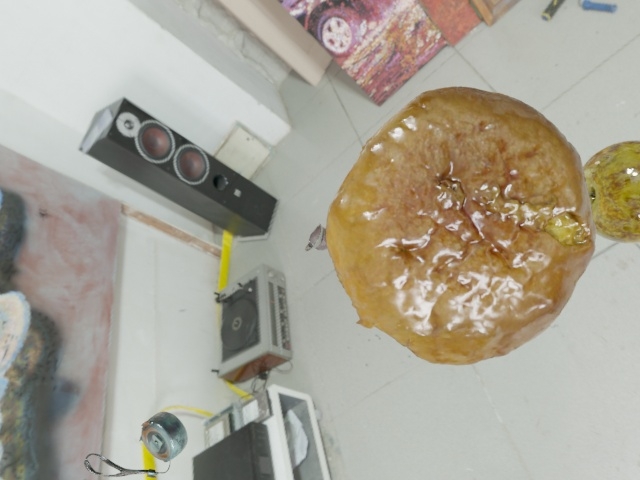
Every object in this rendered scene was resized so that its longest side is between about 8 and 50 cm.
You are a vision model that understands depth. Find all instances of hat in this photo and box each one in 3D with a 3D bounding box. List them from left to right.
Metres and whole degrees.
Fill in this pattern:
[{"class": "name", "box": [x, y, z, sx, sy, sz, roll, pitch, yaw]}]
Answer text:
[{"class": "hat", "box": [0.001, 0.001, 0.930, 0.058, 0.042, 0.087, -61, 7, 6]}]

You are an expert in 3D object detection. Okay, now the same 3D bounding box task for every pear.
[{"class": "pear", "box": [0.812, -0.126, 1.247, 0.280, 0.280, 0.281, -24, 51, 34]}]

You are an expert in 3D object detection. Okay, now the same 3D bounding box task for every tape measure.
[{"class": "tape measure", "box": [-0.365, 0.424, 0.975, 0.104, 0.179, 0.107, 44, 122, 26]}]

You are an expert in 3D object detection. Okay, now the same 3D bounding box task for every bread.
[{"class": "bread", "box": [0.161, -0.016, 0.576, 0.312, 0.312, 0.172, -56, 2, 4]}]
